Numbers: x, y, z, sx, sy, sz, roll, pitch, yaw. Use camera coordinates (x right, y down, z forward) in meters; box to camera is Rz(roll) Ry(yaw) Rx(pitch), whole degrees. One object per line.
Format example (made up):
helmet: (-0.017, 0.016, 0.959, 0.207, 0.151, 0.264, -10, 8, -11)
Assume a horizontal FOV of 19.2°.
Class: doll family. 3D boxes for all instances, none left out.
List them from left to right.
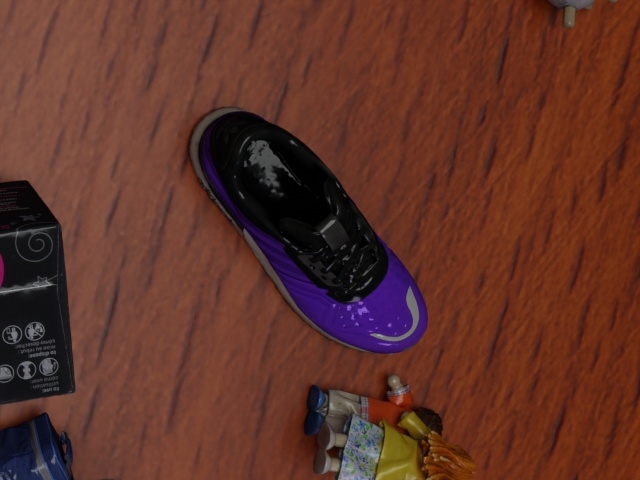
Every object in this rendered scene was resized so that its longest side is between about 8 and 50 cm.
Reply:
doll family: (0.063, 0.259, 1.778, 0.163, 0.118, 0.263, 12, 88, -19)

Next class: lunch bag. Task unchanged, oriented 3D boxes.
lunch bag: (-0.251, 0.199, 1.684, 0.065, 0.098, 0.067, -21, 115, -5)

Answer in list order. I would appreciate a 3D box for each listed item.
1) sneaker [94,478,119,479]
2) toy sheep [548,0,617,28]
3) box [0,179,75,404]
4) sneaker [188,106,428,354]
sneaker: (-0.199, 0.325, 1.660, 0.147, 0.105, 0.296, 23, 121, -26)
toy sheep: (0.248, -0.268, 1.838, 0.091, 0.091, 0.132, 9, 71, -19)
box: (-0.347, 0.056, 1.608, 0.247, 0.142, 0.163, -8, 111, -17)
sneaker: (-0.001, 0.000, 1.732, 0.102, 0.146, 0.293, -47, 105, -11)
